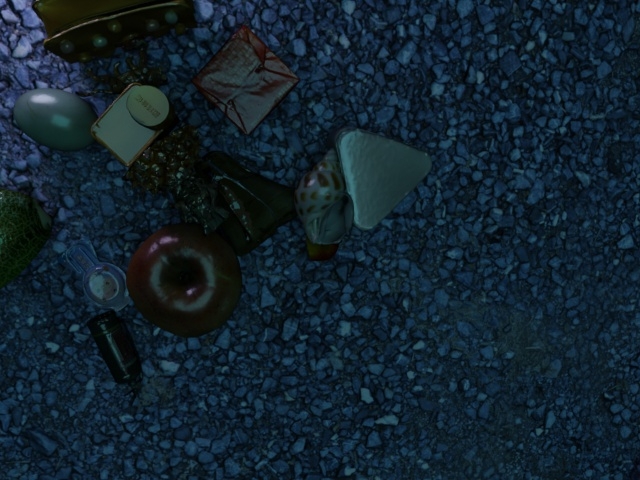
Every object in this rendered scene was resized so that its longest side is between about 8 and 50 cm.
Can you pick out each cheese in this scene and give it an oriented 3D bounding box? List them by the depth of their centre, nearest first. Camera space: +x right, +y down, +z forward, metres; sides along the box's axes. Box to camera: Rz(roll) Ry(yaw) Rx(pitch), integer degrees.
[{"bbox_3d":[-0.684,0.112,1.760,0.135,0.052,0.245,-40,97,-6],"label":"cheese"}]

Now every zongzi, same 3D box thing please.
[{"bbox_3d":[-0.188,-0.173,1.786,0.360,0.160,0.323,-33,94,-25],"label":"zongzi"}]

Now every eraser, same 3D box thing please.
[{"bbox_3d":[0.148,-0.238,1.830,0.331,0.150,0.331,-3,102,-12],"label":"eraser"}]

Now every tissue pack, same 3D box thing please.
[{"bbox_3d":[-0.515,-0.320,1.613,0.145,0.274,0.194,40,89,-13],"label":"tissue pack"}]

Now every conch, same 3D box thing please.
[{"bbox_3d":[0.011,-0.133,1.728,0.182,0.149,0.275,8,114,-16],"label":"conch"}]

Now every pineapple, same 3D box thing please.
[{"bbox_3d":[-0.360,-0.144,1.584,0.262,0.262,0.272,-40,97,-3],"label":"pineapple"}]

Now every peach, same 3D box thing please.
[{"bbox_3d":[0.005,0.004,1.852,0.118,0.151,0.151,36,91,-2],"label":"peach"}]

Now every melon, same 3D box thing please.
[{"bbox_3d":[-0.958,-0.011,1.623,0.343,0.226,0.331,-28,87,7],"label":"melon"}]

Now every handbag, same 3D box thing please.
[{"bbox_3d":[-0.534,-0.591,1.559,0.400,0.283,0.133,-19,97,-6],"label":"handbag"}]

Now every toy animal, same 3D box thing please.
[{"bbox_3d":[-0.579,-0.461,1.657,0.255,0.114,0.116,-27,106,-16],"label":"toy animal"}]

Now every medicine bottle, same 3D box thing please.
[{"bbox_3d":[-0.408,-0.319,1.393,0.096,0.192,0.096,-1,99,-9],"label":"medicine bottle"}]

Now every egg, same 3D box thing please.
[{"bbox_3d":[-0.741,-0.341,1.616,0.230,0.168,0.168,18,95,-10],"label":"egg"}]

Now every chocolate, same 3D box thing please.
[{"bbox_3d":[-0.223,-0.471,1.723,0.235,0.108,0.237,42,87,-7],"label":"chocolate"}]

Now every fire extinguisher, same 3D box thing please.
[{"bbox_3d":[-0.626,0.367,1.797,0.093,0.118,0.294,-14,104,27],"label":"fire extinguisher"}]

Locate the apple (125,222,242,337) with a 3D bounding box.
[{"bbox_3d":[-0.389,0.113,1.704,0.338,0.305,0.339,0,88,-3],"label":"apple"}]
